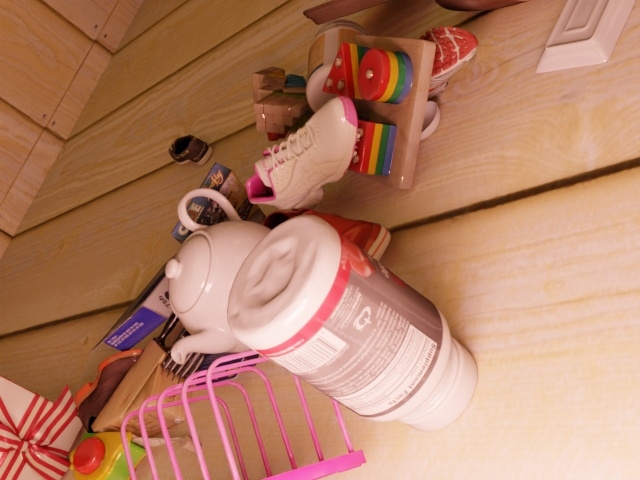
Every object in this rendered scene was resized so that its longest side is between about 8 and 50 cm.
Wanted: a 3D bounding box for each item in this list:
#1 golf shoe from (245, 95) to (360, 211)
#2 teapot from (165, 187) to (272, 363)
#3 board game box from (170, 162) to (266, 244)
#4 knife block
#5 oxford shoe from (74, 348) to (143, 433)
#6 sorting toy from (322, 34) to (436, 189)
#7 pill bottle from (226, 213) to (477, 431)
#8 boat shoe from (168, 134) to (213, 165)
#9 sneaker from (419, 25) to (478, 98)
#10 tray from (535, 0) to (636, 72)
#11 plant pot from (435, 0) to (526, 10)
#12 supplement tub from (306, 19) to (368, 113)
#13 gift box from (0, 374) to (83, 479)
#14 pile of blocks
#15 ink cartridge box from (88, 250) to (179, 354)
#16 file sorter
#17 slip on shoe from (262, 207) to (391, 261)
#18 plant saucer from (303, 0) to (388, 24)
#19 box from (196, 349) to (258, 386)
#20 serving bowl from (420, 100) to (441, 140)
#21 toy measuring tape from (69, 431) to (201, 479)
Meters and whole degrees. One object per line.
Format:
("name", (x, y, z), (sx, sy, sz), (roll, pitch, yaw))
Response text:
("golf shoe", (-0.035, -0.143, 1.490), (0.306, 0.140, 0.115), (-54, 45, 50))
("teapot", (-0.183, 0.064, 1.469), (0.256, 0.187, 0.253), (38, 105, 57))
("board game box", (-0.197, -0.031, 1.679), (0.042, 0.243, 0.165), (26, 77, 20))
("knife block", (-0.319, 0.258, 1.674), (0.275, 0.088, 0.242), (-31, 36, 34))
("oxford shoe", (-0.426, 0.317, 1.763), (0.271, 0.097, 0.098), (-46, 50, 38))
("sorting toy", (0.082, -0.242, 1.518), (0.257, 0.089, 0.255), (30, 114, 61))
("pill bottle", (0.052, 0.120, 1.063), (0.176, 0.318, 0.176), (-34, 35, 29))
("boat shoe", (-0.370, -0.255, 2.303), (0.227, 0.068, 0.081), (13, 69, 58))
("sneaker", (0.201, -0.315, 1.524), (0.225, 0.092, 0.088), (-24, 68, 50))
("tray", (0.442, -0.390, 1.343), (0.145, 0.030, 0.270), (5, 63, 55))
("plant pot", (0.295, -0.507, 1.531), (0.215, 0.215, 0.230), (-61, 16, -13))
("supplement tub", (0.044, -0.355, 1.749), (0.144, 0.144, 0.200), (-33, 35, 31))
("gift box", (-0.698, 0.427, 1.866), (0.258, 0.255, 0.276), (-11, 53, 52))
("pile of blocks", (-0.081, -0.304, 1.942), (0.362, 0.149, 0.113), (-102, 11, -64))
("ink cartridge box", (-0.341, 0.122, 1.756), (0.165, 0.065, 0.333), (-37, 12, 35))
("file sorter", (-0.124, 0.272, 1.160), (0.290, 0.202, 0.182), (-34, 68, 46))
("slip on shoe", (0.000, 0.000, 1.484), (0.331, 0.101, 0.123), (10, 65, 56))
("plant saucer", (0.098, -0.524, 1.829), (0.277, 0.041, 0.278), (-18, 13, 4))
("box", (-0.156, 0.173, 1.583), (0.136, 0.036, 0.225), (-21, 43, 44))
("serving bowl", (0.186, -0.210, 1.514), (0.083, 0.027, 0.083), (-35, 34, 28))
("toy measuring tape", (-0.360, 0.418, 1.557), (0.330, 0.121, 0.121), (-9, 50, 36))
